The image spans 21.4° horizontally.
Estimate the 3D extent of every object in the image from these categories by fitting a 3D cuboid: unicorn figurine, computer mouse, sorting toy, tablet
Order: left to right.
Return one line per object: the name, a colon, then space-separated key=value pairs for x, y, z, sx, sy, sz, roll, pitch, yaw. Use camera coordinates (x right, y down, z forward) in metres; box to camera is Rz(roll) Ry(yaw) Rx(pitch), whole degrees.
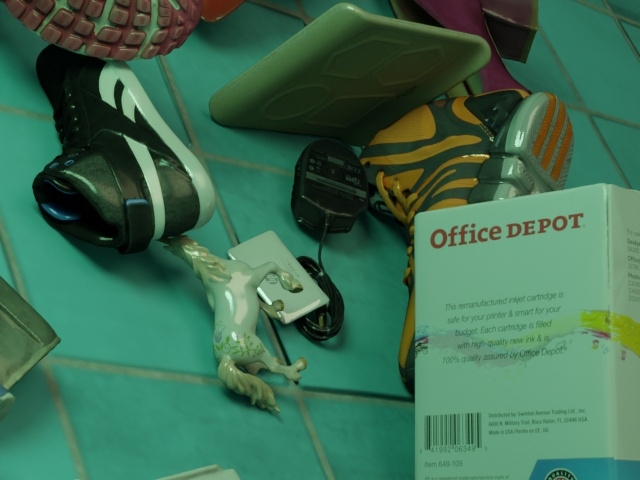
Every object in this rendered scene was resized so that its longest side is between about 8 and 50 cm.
unicorn figurine: x=-0.067 y=0.051 z=1.341 sx=0.111 sy=0.060 sz=0.162 roll=19 pitch=40 yaw=-39
tablet: x=-0.036 y=0.031 z=1.434 sx=0.054 sy=0.006 sz=0.083 roll=-26 pitch=68 yaw=-37
computer mouse: x=0.000 y=0.000 z=1.515 sx=0.071 sy=0.041 sz=0.242 roll=21 pitch=44 yaw=-13
sorting toy: x=0.027 y=-0.155 z=1.568 sx=0.208 sy=0.193 sz=0.038 roll=8 pitch=58 yaw=-47

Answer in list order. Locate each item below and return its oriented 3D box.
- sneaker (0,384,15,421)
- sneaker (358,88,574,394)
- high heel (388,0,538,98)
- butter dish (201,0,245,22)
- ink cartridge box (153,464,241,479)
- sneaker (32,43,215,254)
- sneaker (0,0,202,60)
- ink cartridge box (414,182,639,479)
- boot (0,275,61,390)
sneaker: x=-0.328 y=0.083 z=0.940 sx=0.182 sy=0.127 sz=0.315 roll=48 pitch=23 yaw=10
sneaker: x=0.107 y=0.001 z=1.569 sx=0.124 sy=0.180 sz=0.321 roll=51 pitch=54 yaw=-42
high heel: x=0.137 y=-0.161 z=1.843 sx=0.181 sy=0.127 sz=0.377 roll=11 pitch=41 yaw=-1
butter dish: x=-0.114 y=-0.296 z=1.650 sx=0.160 sy=0.118 sz=0.160 roll=46 pitch=72 yaw=-2
ink cartridge box: x=-0.081 y=0.304 z=0.958 sx=0.223 sy=0.129 sz=0.307 roll=-7 pitch=59 yaw=-52
sneaker: x=-0.189 y=-0.079 z=1.329 sx=0.121 sy=0.079 sz=0.217 roll=-21 pitch=55 yaw=-38
sneaker: x=-0.231 y=-0.240 z=1.360 sx=0.299 sy=0.120 sz=0.112 roll=23 pitch=19 yaw=4
ink cartridge box: x=0.210 y=0.108 z=1.376 sx=0.197 sy=0.198 sz=0.270 roll=10 pitch=76 yaw=-45
boot: x=-0.257 y=0.002 z=1.153 sx=0.208 sy=0.076 sz=0.189 roll=37 pitch=45 yaw=-2
